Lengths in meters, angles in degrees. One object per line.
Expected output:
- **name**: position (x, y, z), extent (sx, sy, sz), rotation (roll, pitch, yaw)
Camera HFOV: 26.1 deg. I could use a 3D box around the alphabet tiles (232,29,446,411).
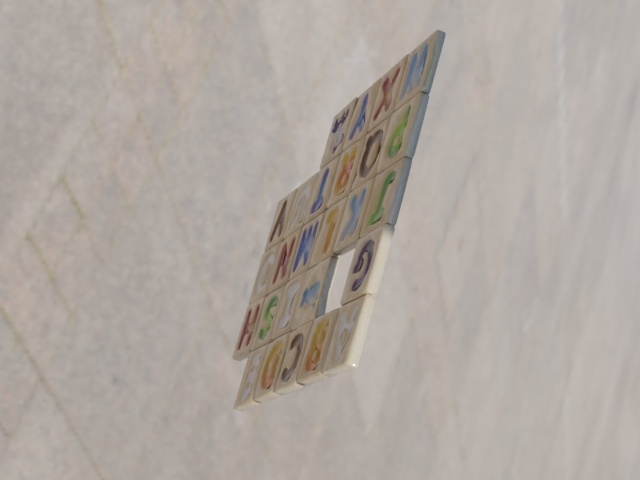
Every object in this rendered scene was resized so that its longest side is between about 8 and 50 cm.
- **alphabet tiles**: position (0.000, 0.000, 0.834), extent (0.237, 0.009, 0.198), rotation (-32, -140, 65)
